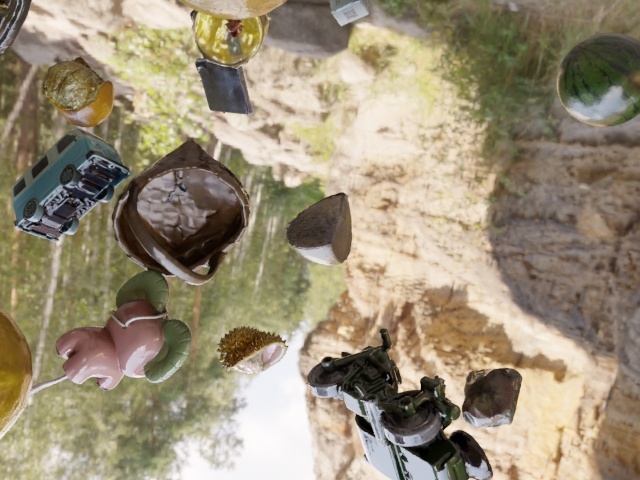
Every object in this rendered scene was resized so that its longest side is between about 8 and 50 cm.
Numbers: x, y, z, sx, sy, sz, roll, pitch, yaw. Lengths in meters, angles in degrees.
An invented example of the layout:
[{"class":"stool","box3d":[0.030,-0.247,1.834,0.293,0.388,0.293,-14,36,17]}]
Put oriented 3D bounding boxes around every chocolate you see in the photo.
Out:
[{"class":"chocolate","box3d":[-0.197,-0.534,1.687,0.162,0.162,0.445,9,-157,-3]}]

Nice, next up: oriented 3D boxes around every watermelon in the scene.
[{"class":"watermelon","box3d":[0.588,-0.316,1.427,0.214,0.188,0.188,41,-176,-16]}]

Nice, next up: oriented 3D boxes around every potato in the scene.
[{"class":"potato","box3d":[0.000,0.003,1.452,0.120,0.100,0.261,-13,-157,16]}]

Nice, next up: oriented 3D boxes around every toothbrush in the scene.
[{"class":"toothbrush","box3d":[-0.740,0.381,1.808,0.307,0.025,0.030,-25,-136,-3]}]

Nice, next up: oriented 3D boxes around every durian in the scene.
[{"class":"durian","box3d":[-0.209,0.326,2.135,0.138,0.183,0.249,43,-179,31]}]

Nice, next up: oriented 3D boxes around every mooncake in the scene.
[{"class":"mooncake","box3d":[0.359,0.326,1.487,0.073,0.125,0.130,32,146,-29]}]

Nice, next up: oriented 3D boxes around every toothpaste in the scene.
[{"class":"toothpaste","box3d":[0.056,-0.700,1.767,0.081,0.337,0.067,-17,153,21]}]

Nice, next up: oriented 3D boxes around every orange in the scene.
[{"class":"orange","box3d":[-0.516,-0.321,1.511,0.156,0.157,0.134,20,-121,41]}]

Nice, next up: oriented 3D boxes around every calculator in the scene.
[{"class":"calculator","box3d":[-0.276,-0.437,1.988,0.021,0.161,0.261,-25,-154,-27]}]

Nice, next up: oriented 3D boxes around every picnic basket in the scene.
[{"class":"picnic basket","box3d":[-0.334,-0.029,1.645,0.293,0.337,0.337,46,175,-25]}]

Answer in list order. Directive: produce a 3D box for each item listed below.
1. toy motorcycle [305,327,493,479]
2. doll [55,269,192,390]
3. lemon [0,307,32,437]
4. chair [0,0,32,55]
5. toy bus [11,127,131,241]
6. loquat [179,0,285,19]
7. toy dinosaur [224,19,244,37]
[{"class":"toy motorcycle","box3d":[0.108,0.255,0.967,0.127,0.205,0.275,-30,-153,-25]},{"class":"doll","box3d":[-0.449,0.226,1.672,0.284,0.268,0.216,55,-170,29]},{"class":"lemon","box3d":[-0.585,0.206,1.059,0.297,0.297,0.297,9,-168,-2]},{"class":"chair","box3d":[-0.605,-0.388,0.866,0.364,0.362,0.410,-14,180,21]},{"class":"toy bus","box3d":[-0.594,-0.143,1.654,0.133,0.271,0.165,30,-154,-56]},{"class":"loquat","box3d":[-0.117,-0.451,1.000,0.274,0.275,0.275,9,-168,-2]},{"class":"toy dinosaur","box3d":[-0.164,-0.457,1.356,0.049,0.154,0.055,-5,156,13]}]
